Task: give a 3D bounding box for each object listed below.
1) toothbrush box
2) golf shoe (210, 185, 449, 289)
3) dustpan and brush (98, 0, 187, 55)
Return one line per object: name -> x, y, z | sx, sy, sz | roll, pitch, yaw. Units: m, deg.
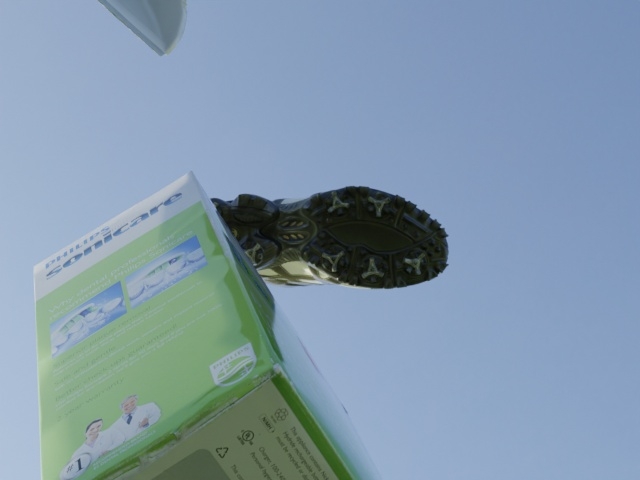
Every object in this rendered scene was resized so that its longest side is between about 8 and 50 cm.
toothbrush box -> -0.047, 0.112, 0.681 | 0.122, 0.283, 0.206 | -32, -67, -2
golf shoe -> 0.000, 0.000, 0.973 | 0.198, 0.077, 0.094 | 6, -8, 7
dustpan and brush -> -0.141, -0.232, 0.847 | 0.060, 0.211, 0.147 | -37, -52, 14
